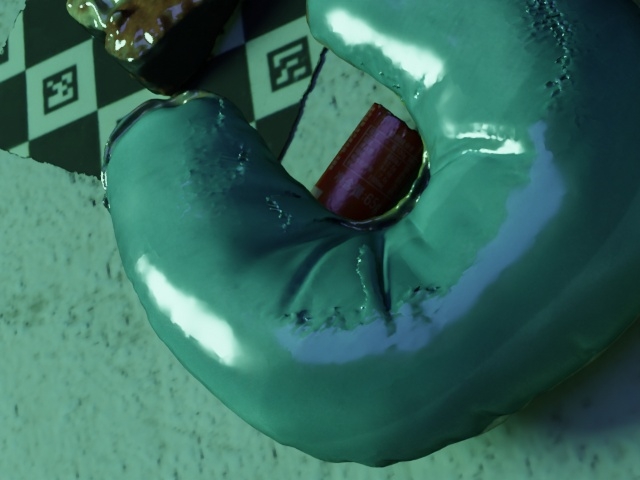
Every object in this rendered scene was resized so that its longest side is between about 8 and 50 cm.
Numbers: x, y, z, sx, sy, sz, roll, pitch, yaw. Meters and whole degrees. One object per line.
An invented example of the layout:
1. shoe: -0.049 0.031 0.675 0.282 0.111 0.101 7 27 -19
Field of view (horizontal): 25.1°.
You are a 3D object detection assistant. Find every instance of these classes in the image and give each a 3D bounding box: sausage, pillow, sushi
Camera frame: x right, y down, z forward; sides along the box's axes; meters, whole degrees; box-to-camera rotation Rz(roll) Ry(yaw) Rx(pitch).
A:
1. sausage: 0.000 0.000 0.646 0.034 0.034 0.129 36 91 36
2. pillow: 0.032 -0.025 0.584 0.233 0.086 0.214 -43 70 5
3. sushi: -0.086 -0.145 0.750 0.219 0.047 0.231 17 80 35
